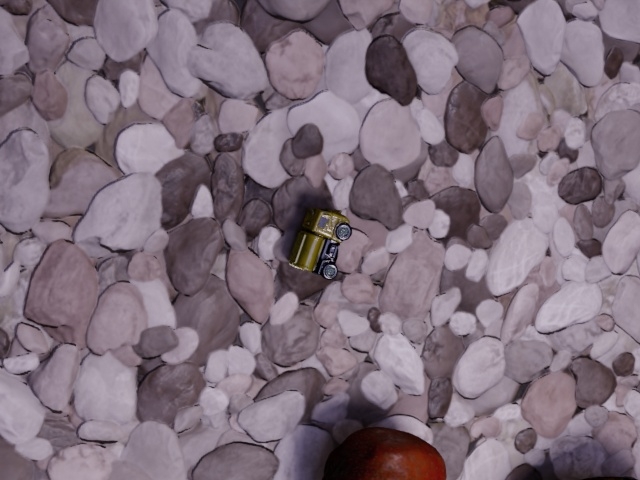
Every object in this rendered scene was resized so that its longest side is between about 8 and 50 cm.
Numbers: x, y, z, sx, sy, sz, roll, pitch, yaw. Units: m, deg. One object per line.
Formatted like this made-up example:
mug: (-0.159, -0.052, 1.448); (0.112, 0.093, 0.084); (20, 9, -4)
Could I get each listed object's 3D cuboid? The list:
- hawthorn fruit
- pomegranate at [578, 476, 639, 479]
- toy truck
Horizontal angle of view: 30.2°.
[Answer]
hawthorn fruit: (0.095, 0.309, 1.453); (0.194, 0.157, 0.157); (2, 96, -18)
pomegranate: (0.384, 0.442, 1.588); (0.231, 0.231, 0.285); (-23, 135, -19)
toy truck: (0.000, 0.000, 1.431); (0.054, 0.049, 0.083); (19, 90, -23)
